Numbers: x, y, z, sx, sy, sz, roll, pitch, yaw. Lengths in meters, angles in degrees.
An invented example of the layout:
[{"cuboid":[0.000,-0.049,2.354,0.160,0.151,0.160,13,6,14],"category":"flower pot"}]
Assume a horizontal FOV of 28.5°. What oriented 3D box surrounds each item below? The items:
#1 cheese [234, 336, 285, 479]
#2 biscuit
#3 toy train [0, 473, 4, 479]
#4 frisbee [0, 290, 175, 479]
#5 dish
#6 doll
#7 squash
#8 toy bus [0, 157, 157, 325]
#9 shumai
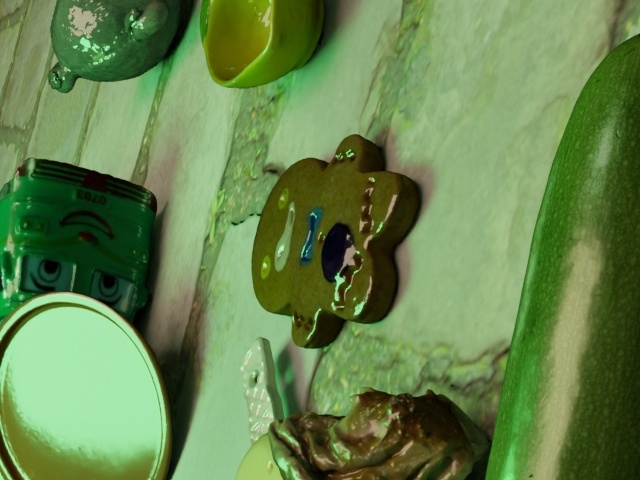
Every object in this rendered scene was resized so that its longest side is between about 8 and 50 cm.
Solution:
[{"cuboid":[-0.036,0.177,0.989,0.127,0.050,0.255,-53,34,34],"category":"cheese"},{"cuboid":[0.000,0.000,1.043,0.236,0.039,0.179,4,79,64],"category":"biscuit"},{"cuboid":[-0.384,0.275,1.401,0.243,0.132,0.188,-2,85,17],"category":"toy train"},{"cuboid":[-0.247,0.174,1.267,0.251,0.021,0.250,4,99,29],"category":"frisbee"},{"cuboid":[-0.049,-0.216,1.207,0.148,0.080,0.207,-65,30,23],"category":"dish"},{"cuboid":[-0.271,-0.331,1.597,0.246,0.158,0.340,-37,40,31],"category":"doll"},{"cuboid":[0.149,0.067,0.651,0.107,0.107,0.395,-1,73,61],"category":"squash"},{"cuboid":[-0.335,0.071,1.458,0.343,0.184,0.199,-37,45,49],"category":"toy bus"},{"cuboid":[0.048,0.147,0.808,0.116,0.145,0.145,-44,33,6],"category":"shumai"}]
